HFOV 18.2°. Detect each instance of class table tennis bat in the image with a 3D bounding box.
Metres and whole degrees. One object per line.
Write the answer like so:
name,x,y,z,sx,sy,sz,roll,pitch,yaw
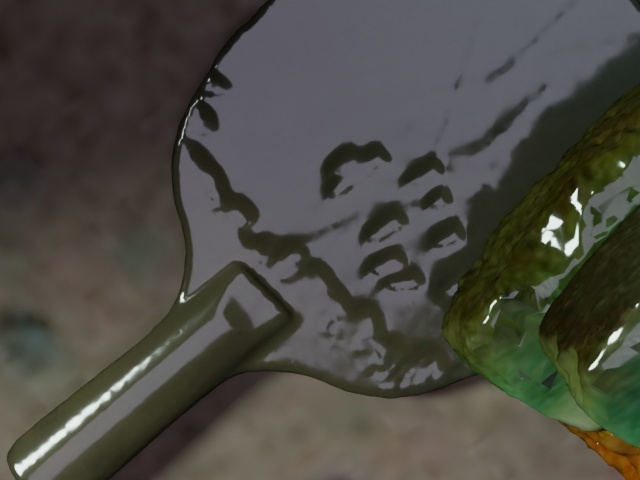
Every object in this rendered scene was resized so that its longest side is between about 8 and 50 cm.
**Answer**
table tennis bat,0.000,0.000,0.598,0.234,0.022,0.131,-39,101,7

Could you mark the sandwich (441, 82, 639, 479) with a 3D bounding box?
sandwich,0.181,0.017,0.544,0.292,0.109,0.212,-8,103,0
